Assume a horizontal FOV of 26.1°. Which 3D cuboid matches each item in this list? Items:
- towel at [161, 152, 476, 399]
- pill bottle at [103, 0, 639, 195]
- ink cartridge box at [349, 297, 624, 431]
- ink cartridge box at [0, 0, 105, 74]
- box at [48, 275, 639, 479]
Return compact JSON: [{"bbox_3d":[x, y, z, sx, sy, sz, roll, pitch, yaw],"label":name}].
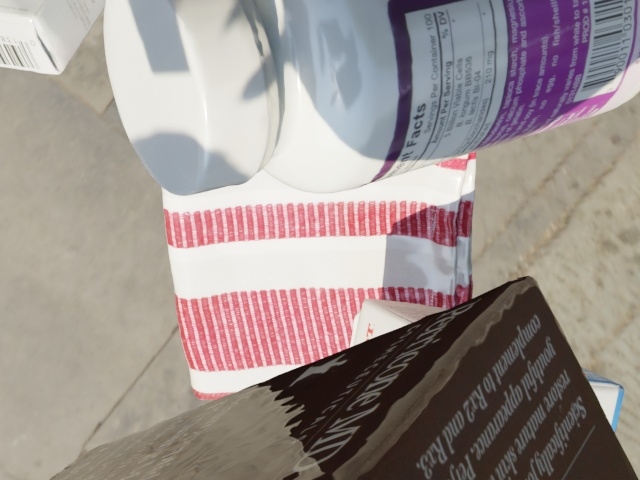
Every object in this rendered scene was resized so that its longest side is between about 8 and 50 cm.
[{"bbox_3d":[0.000,0.000,1.058,0.237,0.037,0.329,-2,128,1],"label":"towel"},{"bbox_3d":[0.038,-0.123,0.788,0.301,0.169,0.169,-17,109,-26],"label":"pill bottle"},{"bbox_3d":[0.097,0.135,0.942,0.086,0.203,0.148,6,99,-29],"label":"ink cartridge box"},{"bbox_3d":[-0.219,-0.225,0.987,0.189,0.232,0.066,10,141,23],"label":"ink cartridge box"},{"bbox_3d":[-0.008,0.141,0.421,0.203,0.168,0.167,-25,96,31],"label":"box"}]
